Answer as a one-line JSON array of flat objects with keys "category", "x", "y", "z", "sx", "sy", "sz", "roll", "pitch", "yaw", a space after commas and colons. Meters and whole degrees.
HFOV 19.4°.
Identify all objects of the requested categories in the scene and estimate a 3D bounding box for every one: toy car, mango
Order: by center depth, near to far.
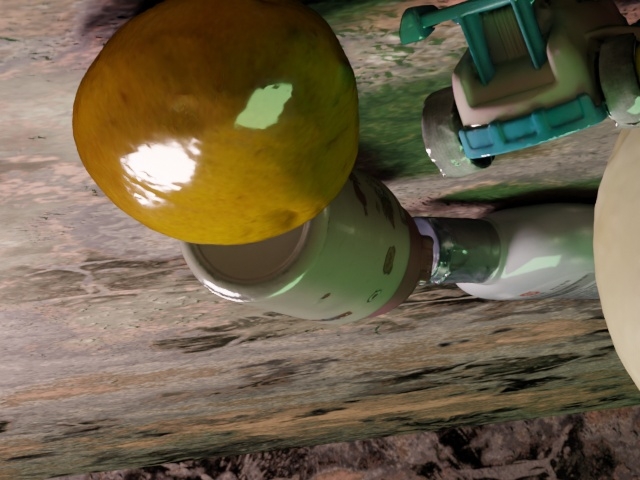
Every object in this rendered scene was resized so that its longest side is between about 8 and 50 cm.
[{"category": "mango", "x": -0.046, "y": -0.065, "z": 0.945, "sx": 0.147, "sy": 0.109, "sz": 0.227, "roll": 20, "pitch": 160, "yaw": -15}, {"category": "toy car", "x": 0.124, "y": -0.106, "z": 0.972, "sx": 0.126, "sy": 0.098, "sz": 0.161, "roll": -12, "pitch": -163, "yaw": 33}]

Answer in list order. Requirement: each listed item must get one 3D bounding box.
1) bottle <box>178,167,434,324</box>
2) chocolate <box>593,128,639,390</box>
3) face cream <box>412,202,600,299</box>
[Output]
[{"category": "bottle", "x": 0.000, "y": 0.000, "z": 1.264, "sx": 0.110, "sy": 0.110, "sz": 0.233, "roll": -14, "pitch": 168, "yaw": 21}, {"category": "chocolate", "x": 0.299, "y": -0.011, "z": 1.044, "sx": 0.314, "sy": 0.326, "sz": 0.297, "roll": -32, "pitch": -159, "yaw": -23}, {"category": "face cream", "x": 0.182, "y": 0.010, "z": 1.534, "sx": 0.291, "sy": 0.071, "sz": 0.144, "roll": 0, "pitch": 164, "yaw": -39}]
